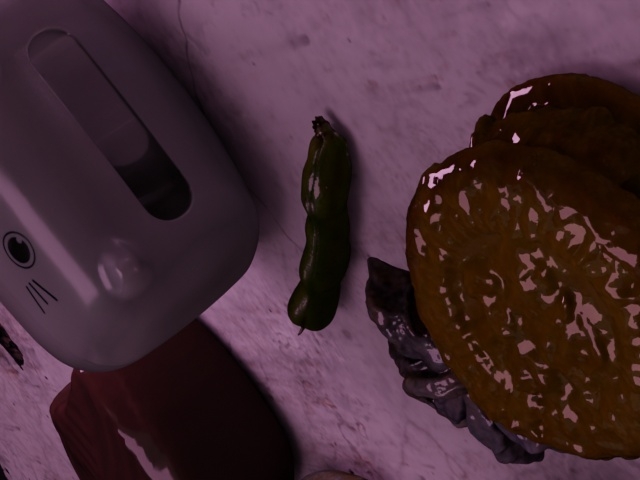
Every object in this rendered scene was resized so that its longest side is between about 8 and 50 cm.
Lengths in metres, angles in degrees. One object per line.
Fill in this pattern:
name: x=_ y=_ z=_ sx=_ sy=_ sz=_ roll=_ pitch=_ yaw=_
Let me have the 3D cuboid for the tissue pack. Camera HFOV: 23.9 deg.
tissue pack: x=-0.213 y=-0.062 z=1.315 sx=0.333 sy=0.229 sz=0.236 roll=52 pitch=155 yaw=0

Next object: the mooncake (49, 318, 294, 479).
mooncake: x=-0.180 y=0.222 z=1.693 sx=0.326 sy=0.174 sz=0.333 roll=20 pitch=141 yaw=52

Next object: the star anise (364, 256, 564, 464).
star anise: x=0.116 y=0.098 z=1.152 sx=0.230 sy=0.081 sz=0.262 roll=36 pitch=149 yaw=9

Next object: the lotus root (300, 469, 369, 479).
lotus root: x=0.017 y=0.288 z=1.546 sx=0.192 sy=0.088 sz=0.113 roll=-6 pitch=102 yaw=61

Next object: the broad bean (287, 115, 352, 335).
broad bean: x=0.000 y=0.001 z=1.250 sx=0.053 sy=0.052 sz=0.256 roll=53 pitch=156 yaw=32

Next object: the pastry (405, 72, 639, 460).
pastry: x=0.164 y=0.027 z=0.923 sx=0.235 sy=0.132 sz=0.240 roll=19 pitch=140 yaw=50
